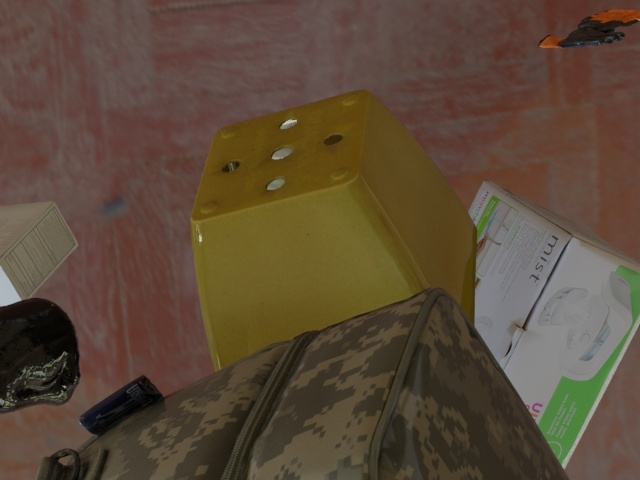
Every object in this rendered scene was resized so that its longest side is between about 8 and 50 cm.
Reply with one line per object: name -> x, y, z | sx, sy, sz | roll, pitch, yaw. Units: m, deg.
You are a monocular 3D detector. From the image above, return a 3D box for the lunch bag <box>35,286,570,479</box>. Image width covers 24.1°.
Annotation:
lunch bag -> 0.012, 0.205, 0.850 | 0.256, 0.212, 0.305 | -24, 113, 25

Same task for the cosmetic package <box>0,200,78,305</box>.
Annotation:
cosmetic package -> -0.363, 0.019, 1.488 | 0.099, 0.239, 0.060 | -52, 127, -43

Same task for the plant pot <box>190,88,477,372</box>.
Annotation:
plant pot -> 0.000, 0.000, 1.251 | 0.212, 0.212, 0.187 | -14, 123, 17

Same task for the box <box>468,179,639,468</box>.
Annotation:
box -> 0.203, 0.097, 1.578 | 0.127, 0.231, 0.262 | 23, 97, -22

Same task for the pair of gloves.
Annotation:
pair of gloves -> 0.216, -0.163, 1.146 | 0.083, 0.074, 0.010 | -31, 114, -39

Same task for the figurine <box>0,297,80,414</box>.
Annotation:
figurine -> -0.343, 0.105, 1.216 | 0.209, 0.215, 0.092 | -15, 104, -57
